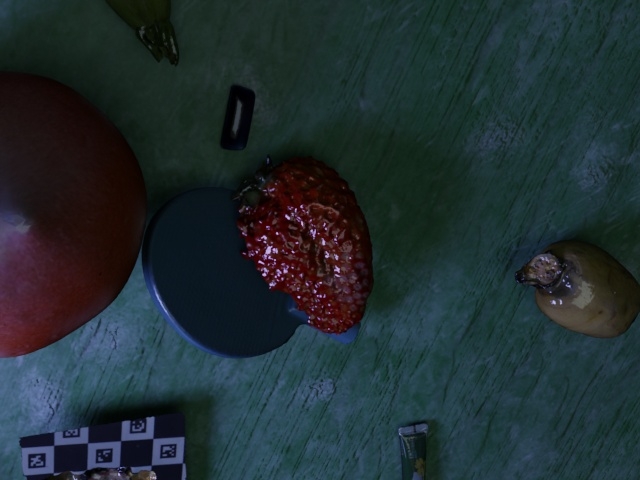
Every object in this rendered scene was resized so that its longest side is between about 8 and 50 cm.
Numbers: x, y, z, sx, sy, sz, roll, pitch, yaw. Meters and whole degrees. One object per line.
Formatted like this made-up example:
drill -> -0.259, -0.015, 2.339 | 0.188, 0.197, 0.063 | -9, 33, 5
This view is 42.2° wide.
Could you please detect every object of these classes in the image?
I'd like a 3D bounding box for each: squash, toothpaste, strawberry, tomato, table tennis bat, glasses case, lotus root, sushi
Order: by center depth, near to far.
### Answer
tomato -> -0.345, -0.028, 0.888 | 0.322, 0.321, 0.321 | -4, 109, -12
squash -> -0.244, -0.350, 0.928 | 0.094, 0.094, 0.341 | -33, 109, -1
strawberry -> 0.004, -0.005, 1.053 | 0.236, 0.107, 0.175 | 41, 62, -18
glasses case -> -0.104, -0.154, 1.057 | 0.034, 0.023, 0.083 | 9, 106, -13
table tennis bat -> -0.082, 0.057, 1.068 | 0.329, 0.044, 0.215 | 28, 59, -31
sushi -> -0.298, 0.321, 1.156 | 0.215, 0.050, 0.192 | -4, 112, -17
lotus root -> 0.370, 0.065, 1.187 | 0.221, 0.125, 0.118 | 26, 126, -24
toothpaste -> 0.146, 0.377, 1.287 | 0.049, 0.031, 0.204 | -7, 108, -13
